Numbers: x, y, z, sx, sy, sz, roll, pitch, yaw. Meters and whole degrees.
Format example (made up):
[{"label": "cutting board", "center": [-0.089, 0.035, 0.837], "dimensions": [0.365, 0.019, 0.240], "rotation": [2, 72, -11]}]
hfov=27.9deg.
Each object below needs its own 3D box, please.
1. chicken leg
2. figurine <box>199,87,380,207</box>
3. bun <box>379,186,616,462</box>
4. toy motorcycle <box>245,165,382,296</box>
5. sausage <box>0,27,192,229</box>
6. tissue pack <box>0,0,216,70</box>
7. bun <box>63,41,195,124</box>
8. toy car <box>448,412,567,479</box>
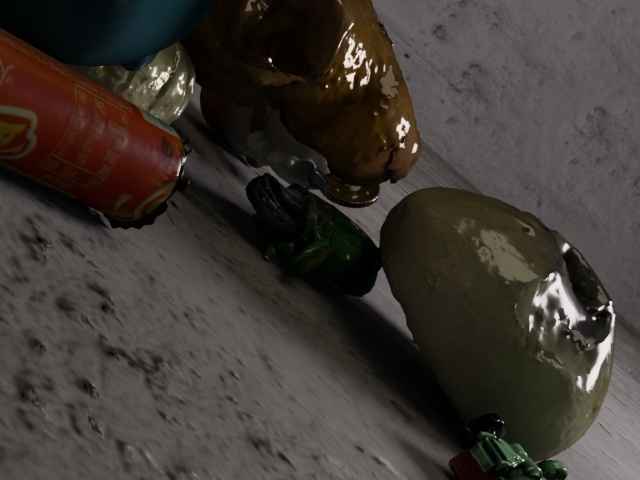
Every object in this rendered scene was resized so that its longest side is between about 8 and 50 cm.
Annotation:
[{"label": "chicken leg", "center": [-0.008, -0.153, 1.039], "dimensions": [0.295, 0.182, 0.409], "rotation": [52, -3, -16]}, {"label": "figurine", "center": [-0.030, -0.114, 1.287], "dimensions": [0.143, 0.143, 0.271], "rotation": [27, 30, -57]}, {"label": "bun", "center": [0.160, 0.059, 1.132], "dimensions": [0.273, 0.168, 0.273], "rotation": [54, 13, -18]}, {"label": "toy motorcycle", "center": [0.000, 0.000, 1.127], "dimensions": [0.106, 0.074, 0.190], "rotation": [57, 15, 23]}, {"label": "sausage", "center": [-0.185, -0.082, 0.724], "dimensions": [0.264, 0.083, 0.083], "rotation": [28, 18, -51]}, {"label": "tissue pack", "center": [-0.193, -0.223, 0.799], "dimensions": [0.287, 0.206, 0.198], "rotation": [21, 22, 11]}, {"label": "bun", "center": [-0.174, -0.162, 0.972], "dimensions": [0.188, 0.111, 0.164], "rotation": [42, 4, 8]}, {"label": "toy car", "center": [0.156, 0.188, 0.982], "dimensions": [0.143, 0.054, 0.073], "rotation": [39, 12, -45]}]
